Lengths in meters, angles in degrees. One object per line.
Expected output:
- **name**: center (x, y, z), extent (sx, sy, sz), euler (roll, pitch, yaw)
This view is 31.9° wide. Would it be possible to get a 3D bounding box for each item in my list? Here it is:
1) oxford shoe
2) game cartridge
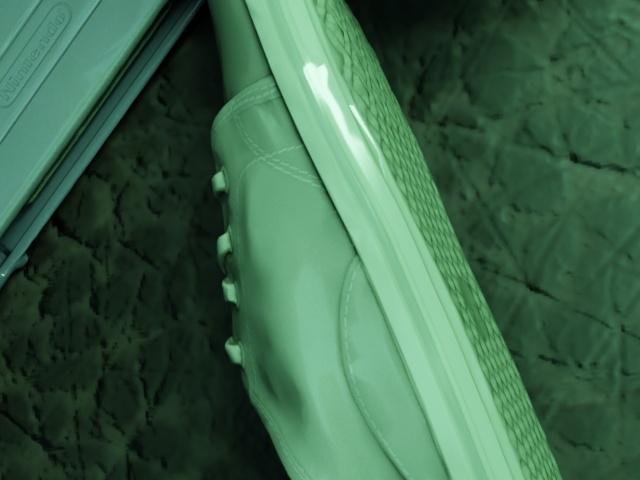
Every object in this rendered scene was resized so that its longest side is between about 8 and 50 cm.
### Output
- **oxford shoe**: center (0.000, 0.000, 0.581), extent (0.130, 0.169, 0.450), euler (-24, 79, 16)
- **game cartridge**: center (-0.212, -0.145, 0.735), extent (0.230, 0.068, 0.355), euler (39, 95, 25)
